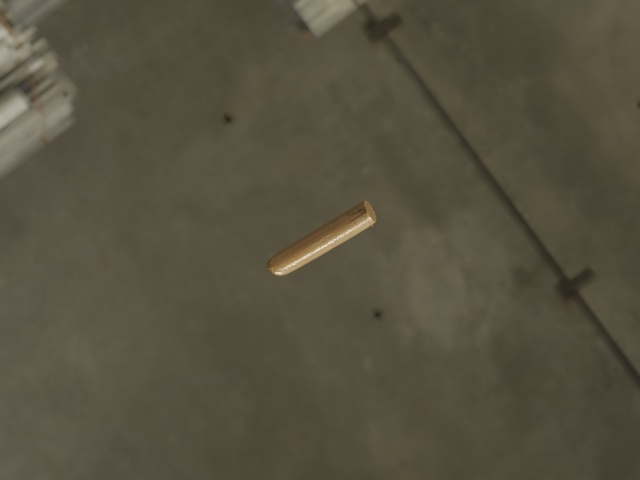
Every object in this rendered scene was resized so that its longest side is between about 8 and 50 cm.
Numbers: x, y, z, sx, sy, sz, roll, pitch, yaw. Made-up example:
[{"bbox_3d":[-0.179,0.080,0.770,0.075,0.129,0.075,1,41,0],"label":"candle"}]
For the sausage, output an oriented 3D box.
[{"bbox_3d":[0.000,0.000,1.521,0.116,0.026,0.026,-30,-170,14],"label":"sausage"}]
